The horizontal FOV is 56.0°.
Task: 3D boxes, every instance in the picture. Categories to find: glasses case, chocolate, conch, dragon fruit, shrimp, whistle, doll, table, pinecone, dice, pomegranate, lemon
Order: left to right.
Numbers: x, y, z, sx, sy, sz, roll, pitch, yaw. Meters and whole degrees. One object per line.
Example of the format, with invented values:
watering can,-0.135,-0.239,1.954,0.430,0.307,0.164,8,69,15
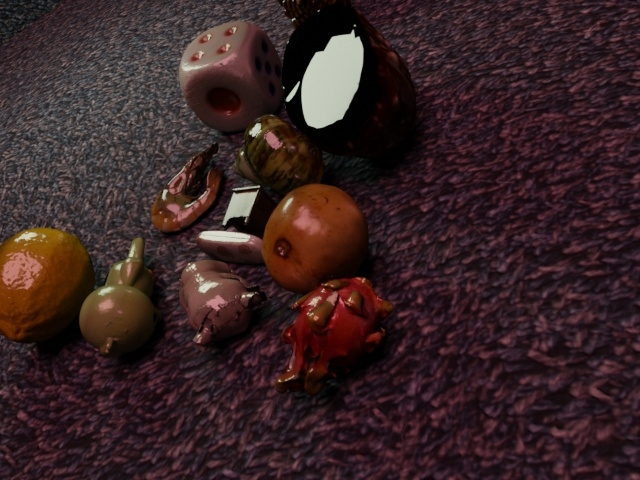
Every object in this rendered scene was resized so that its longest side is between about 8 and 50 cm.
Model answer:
lemon,-0.558,0.085,1.194,0.204,0.204,0.260,-8,49,22
whistle,-0.355,0.105,1.143,0.141,0.141,0.294,-14,29,18
shrimp,-0.276,-0.122,1.328,0.145,0.059,0.254,21,64,37
doll,-0.181,0.100,1.053,0.149,0.095,0.192,-38,41,-10
glasses case,-0.167,0.013,1.143,0.164,0.063,0.041,5,52,31
dice,-0.207,-0.386,1.428,0.193,0.194,0.191,-10,49,23
table,-0.133,-0.046,1.166,0.070,0.083,0.082,-3,57,31
conch,-0.094,-0.160,1.203,0.181,0.124,0.187,-34,65,56
pinecone,-0.008,-0.646,1.557,0.208,0.207,0.207,-15,46,16
pomegranate,0.000,0.000,0.990,0.196,0.196,0.196,-15,46,16
dragon fruit,0.009,0.144,0.887,0.133,0.150,0.207,40,80,12
chocolate,0.074,-0.295,1.180,0.225,0.210,0.340,-47,42,28
